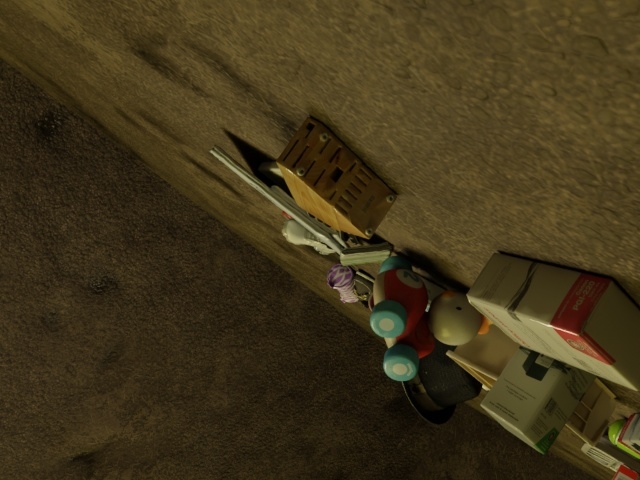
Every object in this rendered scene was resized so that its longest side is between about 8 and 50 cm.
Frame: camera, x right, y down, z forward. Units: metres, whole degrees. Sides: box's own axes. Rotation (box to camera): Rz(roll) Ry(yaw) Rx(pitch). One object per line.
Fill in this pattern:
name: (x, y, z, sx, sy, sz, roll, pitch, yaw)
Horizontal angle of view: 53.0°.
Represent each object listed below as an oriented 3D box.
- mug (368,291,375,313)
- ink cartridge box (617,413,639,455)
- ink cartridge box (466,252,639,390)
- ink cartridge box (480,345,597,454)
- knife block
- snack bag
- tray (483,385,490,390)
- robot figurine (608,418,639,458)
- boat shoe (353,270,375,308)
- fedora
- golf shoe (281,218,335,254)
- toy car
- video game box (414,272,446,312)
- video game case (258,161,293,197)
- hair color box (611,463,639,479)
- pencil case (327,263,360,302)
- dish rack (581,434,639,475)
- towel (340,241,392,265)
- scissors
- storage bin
mug: (0.219, 0.206, 1.954, 0.169, 0.150, 0.113, 62, -172, -63)
ink cartridge box: (0.701, 0.416, 1.312, 0.127, 0.072, 0.175, 32, 171, 19)
ink cartridge box: (0.342, 0.109, 0.916, 0.159, 0.092, 0.218, 39, 168, -27)
ink cartridge box: (0.377, 0.231, 1.067, 0.087, 0.208, 0.153, 31, 170, 42)
knife block: (0.001, -0.092, 1.094, 0.276, 0.088, 0.242, 39, 170, -31)
snack bag: (-0.071, -0.080, 1.469, 0.343, 0.037, 0.323, 38, 180, 16)
tray: (0.426, 0.361, 1.940, 0.270, 0.030, 0.145, 41, -170, 13)
robot figurine: (0.720, 0.457, 1.482, 0.115, 0.067, 0.101, 27, 175, 41)
boat shoe: (0.142, 0.158, 1.989, 0.081, 0.068, 0.227, 31, 171, 24)
fedora: (0.326, 0.304, 1.667, 0.153, 0.334, 0.334, -17, 138, 33)
golf shoe: (-0.015, -0.013, 1.651, 0.176, 0.069, 0.086, 20, 168, -37)
toy car: (0.243, 0.145, 1.334, 0.219, 0.238, 0.210, -69, -34, -60)
video game box: (0.268, 0.145, 1.533, 0.205, 0.048, 0.187, 29, 168, 30)
video game case: (-0.015, -0.095, 1.344, 0.206, 0.026, 0.227, 38, 171, -22)
hair color box: (0.824, 0.672, 1.723, 0.053, 0.093, 0.167, 25, 166, 47)
pencil case: (0.080, 0.140, 2.062, 0.086, 0.088, 0.206, 52, 178, 26)
dish rack: (0.910, 0.647, 1.800, 0.333, 0.072, 0.285, 30, 169, 27)
towel: (0.099, 0.032, 1.443, 0.113, 0.023, 0.152, -5, 170, 1)
scissors: (0.000, 0.000, 1.842, 0.109, 0.021, 0.297, 22, 166, 45)
storage bin: (0.464, 0.302, 1.405, 0.260, 0.123, 0.262, 40, 169, -32)
